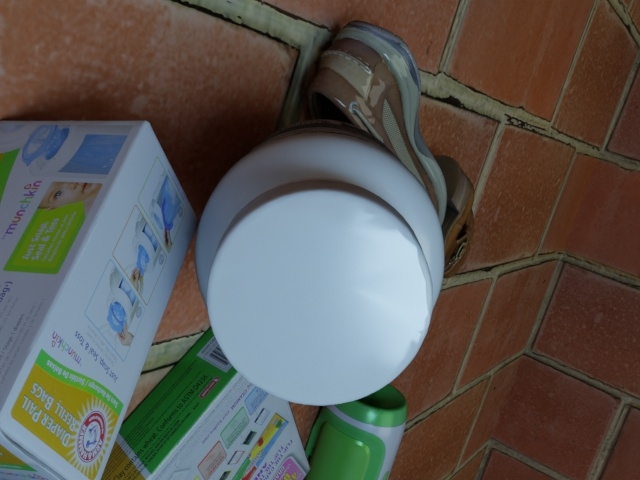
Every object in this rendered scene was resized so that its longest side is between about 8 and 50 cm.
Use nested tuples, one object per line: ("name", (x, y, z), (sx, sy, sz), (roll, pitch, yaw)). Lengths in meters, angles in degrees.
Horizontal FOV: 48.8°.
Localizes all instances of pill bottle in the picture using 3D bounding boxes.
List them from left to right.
("pill bottle", (0.000, 0.000, 0.551), (0.318, 0.177, 0.176), (-87, -167, -77))

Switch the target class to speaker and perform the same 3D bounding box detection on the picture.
("speaker", (0.036, 0.359, 1.071), (0.131, 0.131, 0.296), (-7, 117, -58))

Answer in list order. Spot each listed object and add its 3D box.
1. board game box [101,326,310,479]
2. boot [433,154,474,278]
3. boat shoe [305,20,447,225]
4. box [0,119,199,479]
("board game box", (-0.125, 0.269, 0.793), (0.242, 0.064, 0.316), (-48, 147, -30))
("boot", (0.157, 0.026, 1.080), (0.283, 0.109, 0.220), (-69, 157, -11))
("boat shoe", (0.055, -0.085, 0.798), (0.116, 0.123, 0.324), (-49, 138, -23))
("box", (-0.168, 0.033, 0.423), (0.103, 0.114, 0.203), (73, 24, -50))
